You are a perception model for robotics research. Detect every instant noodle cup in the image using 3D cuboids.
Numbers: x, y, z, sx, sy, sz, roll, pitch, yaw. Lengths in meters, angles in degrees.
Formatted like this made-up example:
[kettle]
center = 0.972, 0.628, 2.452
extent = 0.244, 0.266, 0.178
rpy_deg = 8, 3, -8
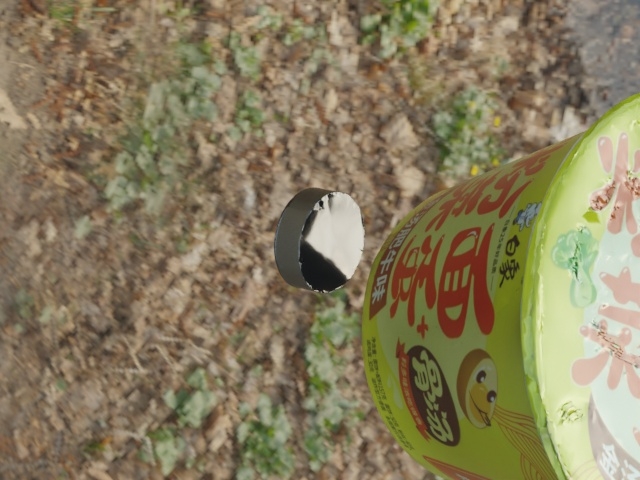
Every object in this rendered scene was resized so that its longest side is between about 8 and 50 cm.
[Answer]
[instant noodle cup]
center = 0.181, 0.066, 0.800
extent = 0.311, 0.221, 0.312
rpy_deg = 3, 83, -31

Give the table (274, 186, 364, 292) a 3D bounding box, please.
[table]
center = 0.000, 0.000, 1.513
extent = 0.133, 0.043, 0.134
rpy_deg = -15, 111, -47
